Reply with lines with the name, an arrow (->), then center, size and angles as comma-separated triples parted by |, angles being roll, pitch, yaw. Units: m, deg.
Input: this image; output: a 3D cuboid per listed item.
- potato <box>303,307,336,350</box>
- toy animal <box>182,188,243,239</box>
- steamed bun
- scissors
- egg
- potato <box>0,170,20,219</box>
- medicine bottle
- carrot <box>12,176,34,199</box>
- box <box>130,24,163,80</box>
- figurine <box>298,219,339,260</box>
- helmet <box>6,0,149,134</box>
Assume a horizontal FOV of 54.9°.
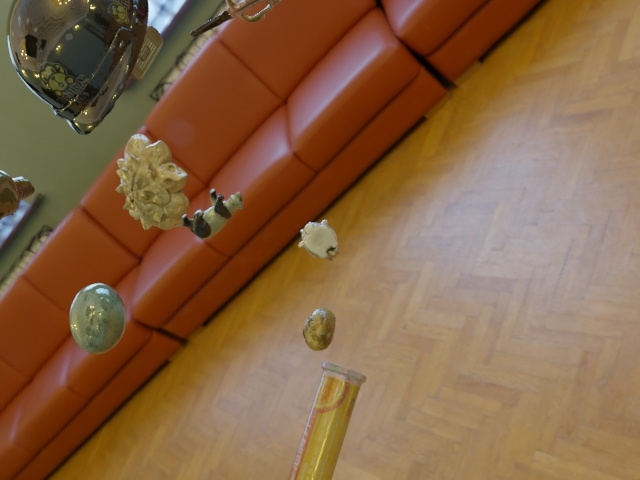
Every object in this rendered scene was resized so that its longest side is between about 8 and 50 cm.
potato -> -0.002, 0.219, 1.516 | 0.170, 0.079, 0.107 | 65, -132, -84
toy animal -> -0.369, -0.096, 2.163 | 0.225, 0.121, 0.094 | -43, 32, -5
steamed bun -> -0.509, -0.162, 1.801 | 0.137, 0.293, 0.295 | -25, 20, -37
scissors -> -0.276, -0.697, 1.886 | 0.317, 0.160, 0.024 | -17, 64, 25
egg -> -0.697, 0.244, 1.931 | 0.169, 0.169, 0.237 | -41, 51, 26
potato -> -0.907, -0.096, 1.595 | 0.165, 0.165, 0.262 | -30, 12, 39
medicine bottle -> -0.011, 0.486, 1.342 | 0.108, 0.108, 0.426 | -5, 61, 54
carrot -> -0.970, -0.156, 1.920 | 0.082, 0.082, 0.173 | -45, 6, 20
box -> -0.422, -0.434, 1.391 | 0.122, 0.069, 0.084 | -60, -14, -4
figurine -> -0.007, 0.007, 1.340 | 0.081, 0.098, 0.146 | -23, 3, -5
helmet -> -0.385, -0.312, 0.935 | 0.230, 0.160, 0.279 | -29, 52, 30
